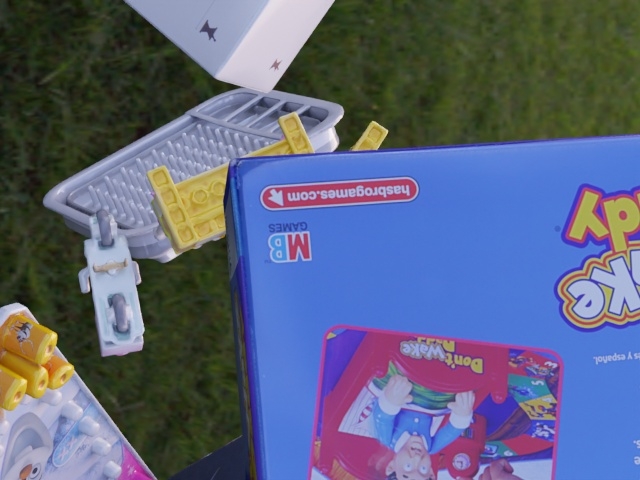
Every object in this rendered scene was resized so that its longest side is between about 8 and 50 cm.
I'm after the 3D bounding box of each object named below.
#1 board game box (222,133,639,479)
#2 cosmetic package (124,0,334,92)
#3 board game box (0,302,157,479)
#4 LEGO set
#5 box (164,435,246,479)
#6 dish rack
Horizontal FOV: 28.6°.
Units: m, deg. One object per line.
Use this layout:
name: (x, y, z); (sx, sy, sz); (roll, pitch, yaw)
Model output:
board game box: (0.149, 0.082, 0.424); (0.347, 0.078, 0.233); (-3, 82, -7)
cosmetic package: (-0.046, -0.337, 0.861); (0.377, 0.284, 0.097); (-54, 163, 14)
board game box: (-0.289, 0.302, 1.053); (0.390, 0.050, 0.390); (-55, 152, -22)
LEGO set: (0.000, 0.000, 0.756); (0.287, 0.107, 0.132); (-1, 81, -13)
box: (-0.007, 0.458, 1.273); (0.297, 0.480, 0.471); (42, 28, -34)
dish rack: (-0.151, -0.080, 1.556); (0.333, 0.286, 0.072); (-32, 119, -25)
